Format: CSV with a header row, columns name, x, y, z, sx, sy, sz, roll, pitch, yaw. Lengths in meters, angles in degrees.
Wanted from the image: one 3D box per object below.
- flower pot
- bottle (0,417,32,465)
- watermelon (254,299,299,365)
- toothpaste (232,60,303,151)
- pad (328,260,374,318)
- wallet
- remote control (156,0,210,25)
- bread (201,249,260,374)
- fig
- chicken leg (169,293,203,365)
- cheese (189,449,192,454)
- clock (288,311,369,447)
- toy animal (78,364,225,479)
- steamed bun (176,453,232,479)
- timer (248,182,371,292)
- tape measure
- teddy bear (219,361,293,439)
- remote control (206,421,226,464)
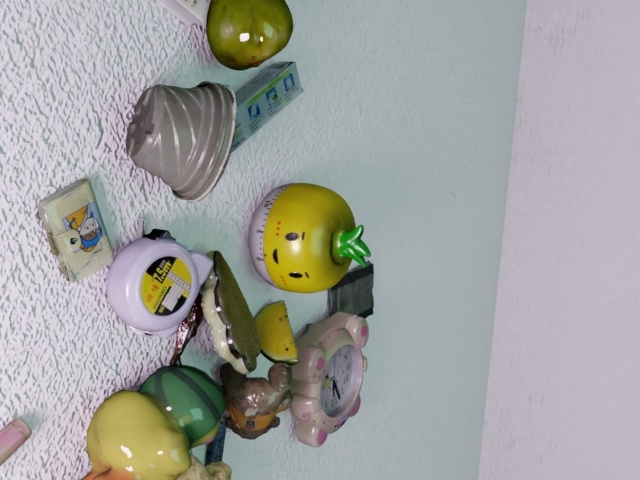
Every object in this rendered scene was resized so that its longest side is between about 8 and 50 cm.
name,x,y,z,sx,sy,sz,roll,pitch,yaw
flower pot,-0.261,-0.193,1.292,0.140,0.235,0.236,16,83,-34
bottle,-0.513,0.331,1.151,0.096,0.045,0.045,-48,135,-44
watermelon,-0.118,0.222,1.676,0.075,0.092,0.182,25,35,-36
toothpaste,-0.157,-0.281,1.540,0.336,0.067,0.081,-49,135,-39
pad,0.090,0.164,2.059,0.233,0.022,0.174,-20,114,-53
wallet,-0.414,-0.015,1.228,0.110,0.039,0.155,-42,129,-46
remote control,-0.296,-0.501,1.285,0.277,0.055,0.103,28,73,-56
bread,-0.193,0.169,1.513,0.207,0.056,0.287,-91,163,-58
fig,-0.145,-0.438,1.424,0.181,0.181,0.191,-22,91,-53
chicken leg,-0.279,0.150,1.465,0.089,0.048,0.219,-10,106,-53
cheese,-0.296,0.434,1.499,0.127,0.049,0.235,36,68,-53
clock,0.021,0.370,1.911,0.284,0.114,0.310,-29,122,-50
toy animal,-0.319,0.354,1.323,0.191,0.216,0.338,57,42,-10
steamed bun,-0.272,0.574,1.426,0.295,0.137,0.292,-37,130,-25
timer,0.000,0.000,1.657,0.285,0.285,0.286,-18,112,-54
tape measure,-0.312,0.074,1.343,0.178,0.105,0.196,48,62,-40
teddy bear,-0.149,0.372,1.614,0.140,0.176,0.190,-93,-173,-46
remote control,-0.239,0.483,1.623,0.043,0.027,0.153,-1,100,-63
